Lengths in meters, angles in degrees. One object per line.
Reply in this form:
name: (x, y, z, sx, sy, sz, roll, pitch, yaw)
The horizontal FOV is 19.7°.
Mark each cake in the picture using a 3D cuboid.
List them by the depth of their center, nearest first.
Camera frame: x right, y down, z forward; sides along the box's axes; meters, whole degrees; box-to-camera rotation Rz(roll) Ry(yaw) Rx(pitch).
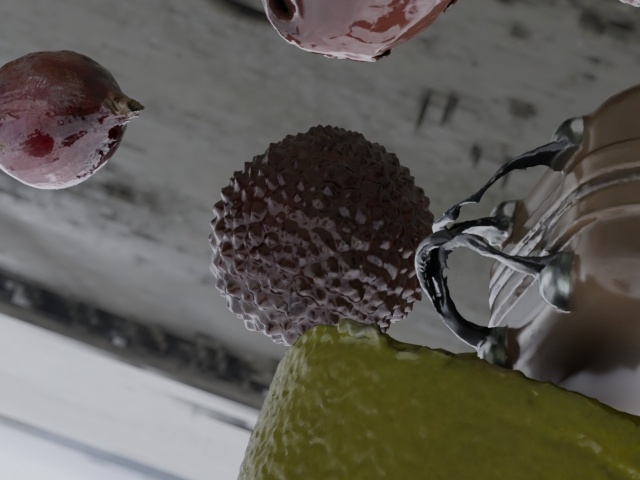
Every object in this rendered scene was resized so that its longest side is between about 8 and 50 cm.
cake: (0.082, 0.140, 1.043, 0.260, 0.156, 0.179, 16, 161, 14)

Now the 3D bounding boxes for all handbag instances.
handbag: (0.197, 0.019, 1.092, 0.283, 0.149, 0.302, 9, 160, -7)

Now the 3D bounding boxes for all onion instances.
onion: (-0.272, -0.137, 2.006, 0.195, 0.159, 0.159, -10, 155, 35)

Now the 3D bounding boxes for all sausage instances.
sausage: (0.056, -0.233, 1.252, 0.152, 0.152, 0.280, 22, 137, -17)

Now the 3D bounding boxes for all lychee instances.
lychee: (0.000, 0.000, 2.097, 0.264, 0.264, 0.300, 22, -170, -20)

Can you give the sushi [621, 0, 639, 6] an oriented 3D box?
sushi: (0.374, -0.385, 2.145, 0.161, 0.241, 0.107, -20, 159, 19)
